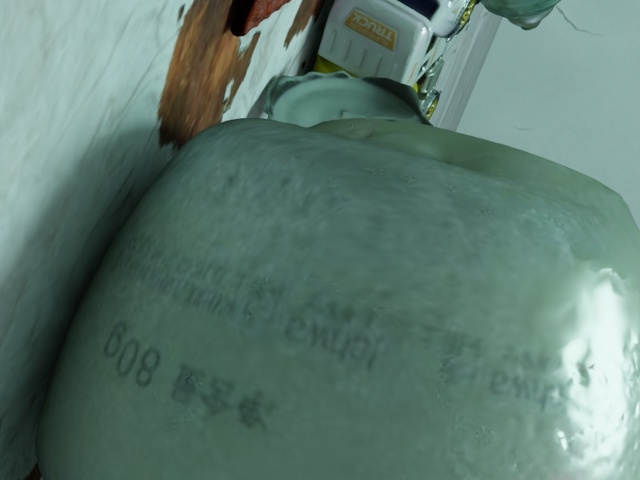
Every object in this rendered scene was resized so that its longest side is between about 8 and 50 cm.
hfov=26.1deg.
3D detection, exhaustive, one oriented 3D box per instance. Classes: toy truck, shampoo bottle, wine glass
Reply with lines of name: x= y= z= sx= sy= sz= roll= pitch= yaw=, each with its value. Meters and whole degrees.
toy truck: x=0.038 y=-0.114 z=1.053 sx=0.114 sy=0.098 sz=0.227 roll=-51 pitch=167 yaw=-42
shampoo bottle: x=0.020 y=0.095 z=0.720 sx=0.322 sy=0.323 sz=0.317 roll=-19 pitch=122 yaw=-81
wine glass: x=0.000 y=0.000 z=0.993 sx=0.156 sy=0.156 sz=0.232 roll=-58 pitch=166 yaw=-47

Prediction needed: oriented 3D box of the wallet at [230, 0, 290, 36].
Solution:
wallet: x=0.001 y=-0.193 z=0.820 sx=0.196 sy=0.020 sz=0.103 roll=-55 pitch=166 yaw=-58

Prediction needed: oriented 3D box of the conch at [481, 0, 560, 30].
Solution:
conch: x=0.187 y=-0.319 z=1.255 sx=0.220 sy=0.195 sz=0.277 roll=-113 pitch=-167 yaw=-61
